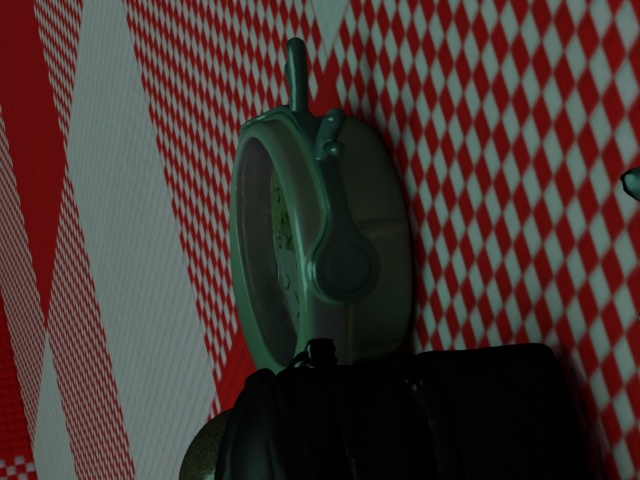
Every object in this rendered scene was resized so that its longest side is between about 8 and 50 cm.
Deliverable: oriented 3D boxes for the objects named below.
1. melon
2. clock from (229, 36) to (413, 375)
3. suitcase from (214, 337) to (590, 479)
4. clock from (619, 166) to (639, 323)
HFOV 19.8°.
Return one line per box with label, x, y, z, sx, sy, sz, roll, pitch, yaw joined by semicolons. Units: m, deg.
melon;-0.043;0.157;1.170;0.131;0.098;0.098;105;152;-61
clock;0.000;0.000;0.985;0.159;0.066;0.211;-117;24;-48
suitcase;0.030;0.227;0.833;0.345;0.188;0.339;112;151;-64
clock;0.134;0.000;0.546;0.135;0.041;0.101;167;94;-75
